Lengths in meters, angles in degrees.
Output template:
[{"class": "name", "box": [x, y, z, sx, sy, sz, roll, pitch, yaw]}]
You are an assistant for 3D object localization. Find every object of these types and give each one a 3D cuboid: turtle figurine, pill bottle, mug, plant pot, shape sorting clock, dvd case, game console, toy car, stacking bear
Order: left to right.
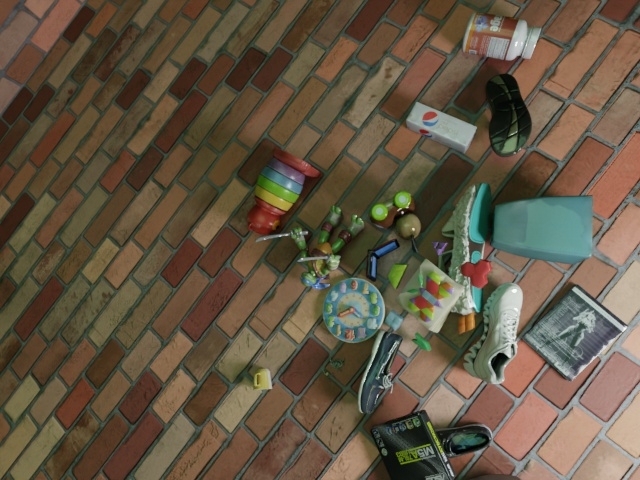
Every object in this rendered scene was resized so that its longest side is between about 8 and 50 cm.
[{"class": "mug", "box": [-0.188, 0.452, 1.333, 0.062, 0.078, 0.064, 2, 69, -12]}, {"class": "stacking bear", "box": [-0.152, -0.153, 1.398, 0.164, 0.175, 0.289, 30, 96, 16]}, {"class": "turtle figurine", "box": [0.000, 0.000, 1.283, 0.274, 0.197, 0.266, 45, 72, -22]}, {"class": "shape sorting clock", "box": [0.103, 0.221, 1.306, 0.206, 0.040, 0.207, -4, 78, 20]}, {"class": "game console", "box": [0.195, 0.064, 1.263, 0.085, 0.144, 0.124, 2, 80, 17]}, {"class": "toy car", "box": [0.251, -0.043, 1.276, 0.148, 0.155, 0.189, -28, 86, 8]}, {"class": "pill bottle", "box": [0.577, -0.650, 1.308, 0.215, 0.121, 0.121, 19, 85, 17]}, {"class": "plant pot", "box": [0.614, -0.031, 1.162, 0.234, 0.165, 0.166, 4, 81, 18]}, {"class": "dvd case", "box": [0.713, 0.259, 1.154, 0.221, 0.018, 0.164, -46, 71, 4]}]

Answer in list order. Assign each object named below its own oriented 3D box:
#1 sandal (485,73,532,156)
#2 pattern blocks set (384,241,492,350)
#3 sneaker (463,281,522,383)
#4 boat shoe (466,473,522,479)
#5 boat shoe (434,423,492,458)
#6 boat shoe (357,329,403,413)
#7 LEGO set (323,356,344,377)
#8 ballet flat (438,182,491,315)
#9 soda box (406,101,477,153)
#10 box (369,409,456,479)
[{"class": "sandal", "box": [0.587, -0.389, 1.282, 0.120, 0.086, 0.303, -3, 64, 20]}, {"class": "pattern blocks set", "box": [0.319, 0.161, 1.189, 0.285, 0.026, 0.325, 27, 111, 33]}, {"class": "sneaker", "box": [0.510, 0.262, 1.144, 0.109, 0.118, 0.293, 21, 88, -10]}, {"class": "boat shoe", "box": [0.407, 0.759, 1.098, 0.340, 0.127, 0.158, -26, 80, 17]}, {"class": "boat shoe", "box": [0.372, 0.577, 1.154, 0.228, 0.076, 0.080, -17, 75, 13]}, {"class": "boat shoe", "box": [0.183, 0.402, 1.233, 0.079, 0.095, 0.255, 14, 74, 28]}, {"class": "LEGO set", "box": [0.044, 0.404, 1.303, 0.054, 0.023, 0.083, 29, 88, 18]}, {"class": "ballet flat", "box": [0.420, 0.020, 1.225, 0.146, 0.147, 0.410, 6, 81, 16]}, {"class": "soda box", "box": [0.391, -0.368, 1.332, 0.216, 0.069, 0.074, 30, 88, 19]}, {"class": "box", "box": [0.256, 0.600, 1.162, 0.190, 0.045, 0.184, -35, 69, 33]}]
